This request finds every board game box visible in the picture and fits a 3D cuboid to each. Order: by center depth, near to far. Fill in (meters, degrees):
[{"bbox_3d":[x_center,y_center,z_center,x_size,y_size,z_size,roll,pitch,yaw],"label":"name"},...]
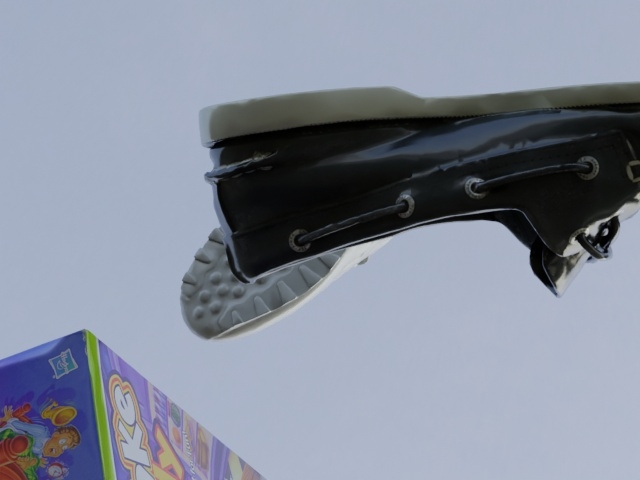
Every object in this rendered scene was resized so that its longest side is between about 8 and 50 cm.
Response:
[{"bbox_3d":[-0.069,0.247,0.900,0.078,0.347,0.233,-21,-32,14],"label":"board game box"}]

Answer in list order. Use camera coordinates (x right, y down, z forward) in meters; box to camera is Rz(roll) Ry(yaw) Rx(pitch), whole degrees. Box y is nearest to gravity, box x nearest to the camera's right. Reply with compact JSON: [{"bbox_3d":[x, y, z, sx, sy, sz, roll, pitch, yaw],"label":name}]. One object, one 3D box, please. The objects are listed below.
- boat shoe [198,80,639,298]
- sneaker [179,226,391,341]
[{"bbox_3d":[0.106,-0.025,1.021,0.340,0.127,0.113,-2,-93,-2],"label":"boat shoe"},{"bbox_3d":[0.000,0.000,1.390,0.235,0.095,0.090,-40,-115,-14],"label":"sneaker"}]
